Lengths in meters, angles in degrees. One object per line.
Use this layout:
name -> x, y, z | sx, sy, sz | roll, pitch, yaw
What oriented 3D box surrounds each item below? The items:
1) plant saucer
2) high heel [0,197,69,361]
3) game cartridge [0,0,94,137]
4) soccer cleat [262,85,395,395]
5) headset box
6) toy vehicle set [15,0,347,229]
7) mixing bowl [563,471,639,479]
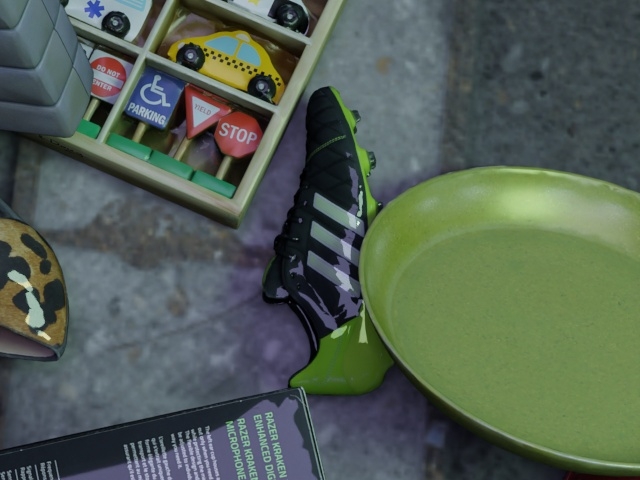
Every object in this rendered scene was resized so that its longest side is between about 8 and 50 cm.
plant saucer -> 0.135, 0.046, 1.003 | 0.241, 0.037, 0.241 | 9, 39, -7
high heel -> -0.274, 0.047, 0.999 | 0.261, 0.093, 0.186 | -36, 75, -20
game cartridge -> -0.309, -0.145, 0.945 | 0.355, 0.230, 0.068 | 8, 69, 12
soccer cleat -> 0.000, 0.000, 1.050 | 0.072, 0.060, 0.178 | -7, 80, -4
headset box -> -0.116, 0.175, 0.906 | 0.283, 0.246, 0.131 | -12, 77, -8
toy vehicle set -> -0.134, -0.134, 1.083 | 0.267, 0.035, 0.166 | 23, 77, 2
mixing bowl -> 0.221, 0.166, 1.005 | 0.181, 0.098, 0.181 | 1, 76, -3
